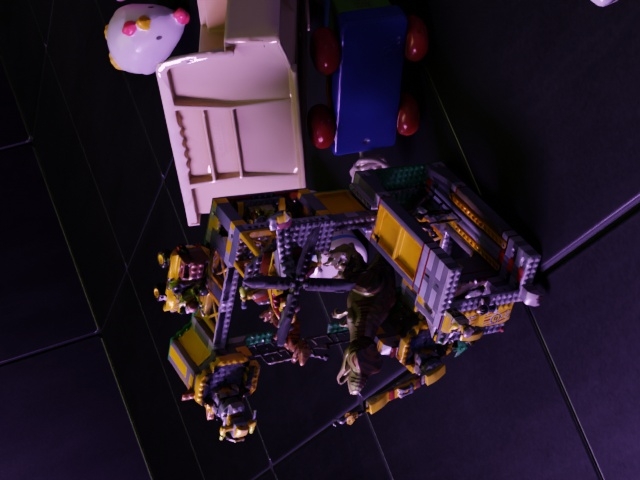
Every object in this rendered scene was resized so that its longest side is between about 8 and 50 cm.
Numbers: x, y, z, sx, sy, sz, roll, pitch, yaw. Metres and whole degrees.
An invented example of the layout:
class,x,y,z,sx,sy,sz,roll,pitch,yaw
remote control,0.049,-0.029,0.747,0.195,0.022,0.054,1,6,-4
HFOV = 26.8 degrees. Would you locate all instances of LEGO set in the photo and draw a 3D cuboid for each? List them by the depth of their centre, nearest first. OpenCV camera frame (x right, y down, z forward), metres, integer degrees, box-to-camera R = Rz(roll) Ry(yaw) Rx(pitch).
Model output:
class,x,y,z,sx,sy,sz,roll,pitch,yaw
LEGO set,0.038,0.073,1.177,0.192,0.331,0.255,49,129,44

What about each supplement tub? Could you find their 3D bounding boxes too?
class,x,y,z,sx,sy,sz,roll,pitch,yaw
supplement tub,0.000,0.000,1.516,0.107,0.071,0.071,52,151,42

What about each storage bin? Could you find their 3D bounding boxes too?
class,x,y,z,sx,sy,sz,roll,pitch,yaw
storage bin,-0.076,-0.195,1.284,0.260,0.123,0.262,86,-176,-57

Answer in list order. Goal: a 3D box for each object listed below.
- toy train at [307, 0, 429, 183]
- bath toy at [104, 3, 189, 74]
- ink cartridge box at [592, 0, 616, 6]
class,x,y,z,sx,sy,sz,roll,pitch,yaw
toy train,0.027,-0.145,1.300,0.248,0.105,0.143,93,162,-44
bath toy,-0.278,-0.403,1.850,0.129,0.151,0.348,-23,83,34
ink cartridge box,0.107,-0.360,0.744,0.308,0.091,0.385,48,161,26
